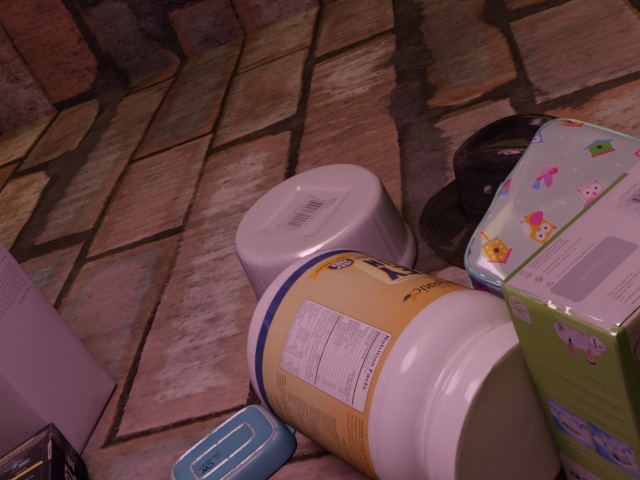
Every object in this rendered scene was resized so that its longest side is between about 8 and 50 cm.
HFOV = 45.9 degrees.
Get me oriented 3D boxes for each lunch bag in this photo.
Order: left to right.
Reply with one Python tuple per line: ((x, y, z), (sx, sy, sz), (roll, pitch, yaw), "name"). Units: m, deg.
((0.321, -0.004, 0.923), (0.224, 0.108, 0.279), (24, 68, 27), "lunch bag")

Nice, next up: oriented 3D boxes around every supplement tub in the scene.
((0.091, 0.146, 0.818), (0.228, 0.228, 0.316), (-43, 35, -23), "supplement tub")

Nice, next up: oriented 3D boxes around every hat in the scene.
((0.290, -0.105, 1.127), (0.331, 0.134, 0.331), (-19, 33, 13), "hat")

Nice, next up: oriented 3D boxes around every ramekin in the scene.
((0.000, 0.000, 1.187), (0.277, 0.135, 0.277), (-19, 32, 13), "ramekin")

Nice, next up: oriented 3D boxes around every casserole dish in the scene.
((-0.118, 0.278, 0.966), (0.188, 0.037, 0.114), (-37, 32, -14), "casserole dish")

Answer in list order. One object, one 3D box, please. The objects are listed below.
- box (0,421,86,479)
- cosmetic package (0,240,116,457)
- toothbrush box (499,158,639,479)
((-0.470, 0.420, 0.901), (0.394, 0.097, 0.318), (-34, 20, -11), "box")
((-0.493, 0.156, 1.107), (0.196, 0.366, 0.155), (-14, 33, 23), "cosmetic package")
((0.304, 0.098, 0.676), (0.206, 0.283, 0.122), (-38, 32, -17), "toothbrush box")
